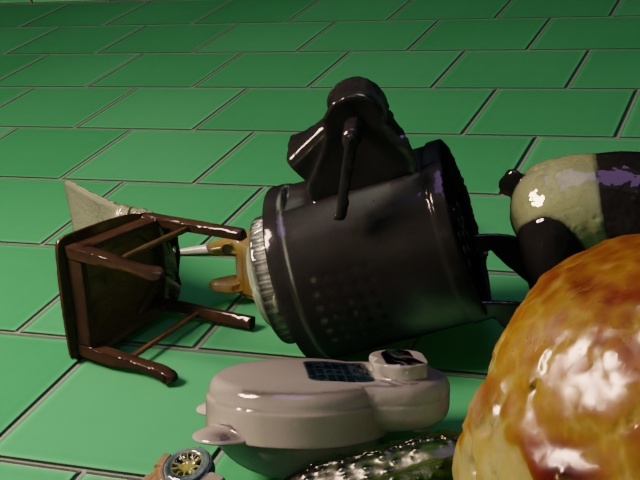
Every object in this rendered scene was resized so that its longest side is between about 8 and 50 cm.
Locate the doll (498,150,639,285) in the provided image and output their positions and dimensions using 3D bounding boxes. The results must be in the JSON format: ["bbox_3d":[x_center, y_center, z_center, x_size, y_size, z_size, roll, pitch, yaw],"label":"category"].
[{"bbox_3d":[0.310,-0.029,1.285,0.234,0.135,0.143,-8,29,13],"label":"doll"}]

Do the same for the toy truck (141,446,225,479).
[{"bbox_3d":[-0.060,0.271,0.970,0.257,0.108,0.140,15,45,36],"label":"toy truck"}]

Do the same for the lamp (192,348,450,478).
[{"bbox_3d":[0.003,0.168,1.174,0.246,0.108,0.179,-6,10,-3],"label":"lamp"}]

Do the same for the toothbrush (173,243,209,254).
[{"bbox_3d":[-0.125,0.008,1.679,0.288,0.024,0.021,0,23,15],"label":"toothbrush"}]

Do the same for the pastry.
[{"bbox_3d":[0.292,0.143,0.903,0.389,0.312,0.388,-2,22,1],"label":"pastry"}]

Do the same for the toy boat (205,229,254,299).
[{"bbox_3d":[0.000,0.000,1.580,0.310,0.089,0.115,-18,27,-25],"label":"toy boat"}]

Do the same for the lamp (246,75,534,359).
[{"bbox_3d":[0.062,0.023,1.357,0.272,0.374,0.205,-33,22,22],"label":"lamp"}]

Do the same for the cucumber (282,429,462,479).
[{"bbox_3d":[0.047,0.210,1.065,0.227,0.069,0.069,-21,20,17],"label":"cucumber"}]

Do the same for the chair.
[{"bbox_3d":[-0.251,0.039,1.482,0.319,0.160,0.186,13,29,34],"label":"chair"}]
